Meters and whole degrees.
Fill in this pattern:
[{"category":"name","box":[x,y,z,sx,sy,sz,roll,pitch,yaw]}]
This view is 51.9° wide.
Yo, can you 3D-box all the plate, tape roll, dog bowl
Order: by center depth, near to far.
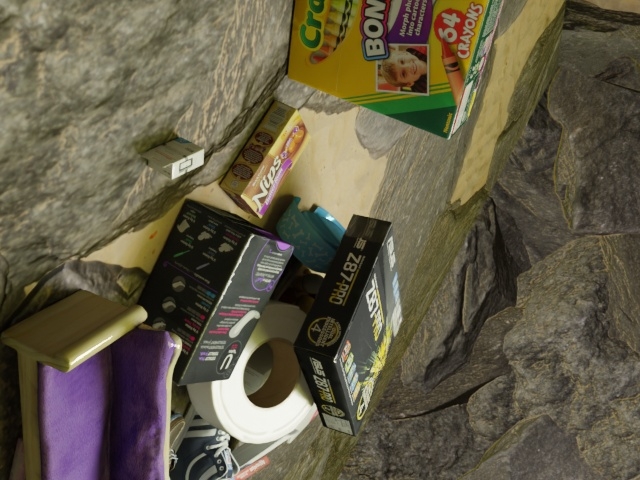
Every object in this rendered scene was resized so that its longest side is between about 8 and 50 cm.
[{"category":"tape roll","box":[-0.126,0.261,1.345,0.286,0.100,0.286,-5,98,-40]},{"category":"dog bowl","box":[0.000,0.000,1.435,0.074,0.166,0.297,-42,162,11]},{"category":"plate","box":[-0.192,0.530,1.605,0.278,0.045,0.277,-32,167,-3]}]

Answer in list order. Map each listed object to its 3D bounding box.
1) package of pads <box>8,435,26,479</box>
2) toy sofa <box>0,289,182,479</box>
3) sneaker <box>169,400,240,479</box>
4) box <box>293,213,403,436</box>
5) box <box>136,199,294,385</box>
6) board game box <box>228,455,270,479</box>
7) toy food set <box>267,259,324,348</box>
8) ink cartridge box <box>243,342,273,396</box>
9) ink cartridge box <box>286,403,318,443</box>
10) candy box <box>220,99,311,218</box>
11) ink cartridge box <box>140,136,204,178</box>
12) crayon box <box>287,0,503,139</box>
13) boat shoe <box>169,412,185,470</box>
[{"category":"package of pads","box":[-0.432,0.324,0.985,0.050,0.032,0.083,-13,127,-60]},{"category":"toy sofa","box":[-0.317,0.269,0.922,0.150,0.177,0.362,-36,140,-57]},{"category":"sneaker","box":[-0.217,0.404,1.408,0.282,0.153,0.099,-60,159,-7]},{"category":"box","box":[0.072,0.188,1.371,0.394,0.097,0.318,76,32,-52]},{"category":"box","box":[-0.188,0.089,1.114,0.270,0.143,0.165,-64,156,3]},{"category":"board game box","box":[-0.250,0.634,1.687,0.145,0.027,0.281,-38,165,18]},{"category":"toy food set","box":[-0.010,0.201,1.551,0.306,0.092,0.219,57,48,-28]},{"category":"ink cartridge box","box":[-0.153,0.351,1.581,0.154,0.093,0.212,-28,141,-57]},{"category":"ink cartridge box","box":[-0.047,0.383,1.825,0.207,0.117,0.282,-31,143,-54]},{"category":"candy box","box":[-0.096,-0.144,1.184,0.186,0.053,0.109,-60,159,-11]},{"category":"ink cartridge box","box":[-0.214,-0.117,0.947,0.083,0.048,0.028,-37,147,-47]},{"category":"crayon box","box":[0.119,-0.384,1.033,0.106,0.313,0.362,-44,152,-47]},{"category":"boat shoe","box":[-0.323,0.436,1.321,0.183,0.066,0.066,-55,158,-21]}]
